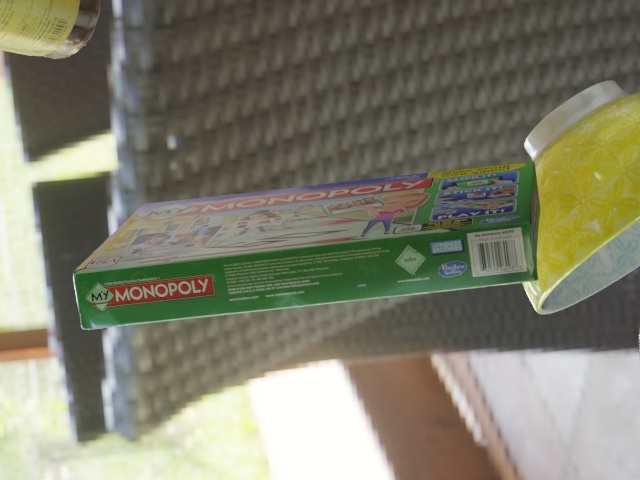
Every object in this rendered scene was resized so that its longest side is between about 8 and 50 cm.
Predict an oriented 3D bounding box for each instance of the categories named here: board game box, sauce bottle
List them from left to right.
[{"bbox_3d":[-0.350,-0.239,1.582,0.111,0.344,0.111,-3,85,36],"label":"sauce bottle"},{"bbox_3d":[0.000,0.000,1.287,0.213,0.317,0.046,-64,-34,-74],"label":"board game box"}]

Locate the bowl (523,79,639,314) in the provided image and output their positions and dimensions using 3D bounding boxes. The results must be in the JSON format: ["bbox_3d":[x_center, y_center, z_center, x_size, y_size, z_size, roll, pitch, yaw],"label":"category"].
[{"bbox_3d":[0.298,-0.069,1.787,0.156,0.289,0.289,56,159,13],"label":"bowl"}]
